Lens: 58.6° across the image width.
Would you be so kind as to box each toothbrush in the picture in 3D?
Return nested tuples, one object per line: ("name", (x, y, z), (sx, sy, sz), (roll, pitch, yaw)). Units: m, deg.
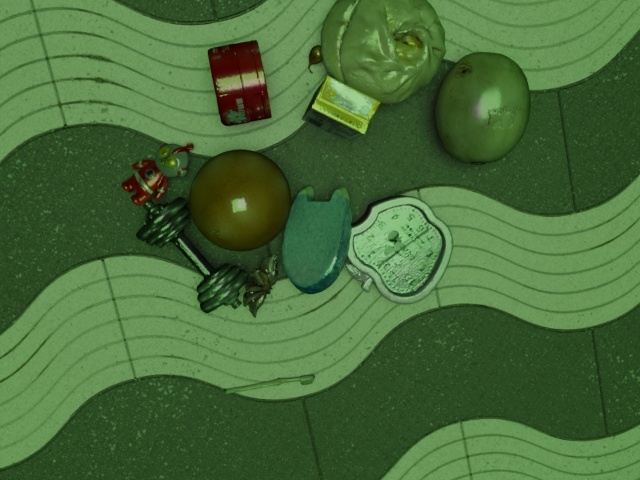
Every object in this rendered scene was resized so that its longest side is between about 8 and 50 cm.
("toothbrush", (-0.163, 0.462, 1.831), (0.294, 0.026, 0.028), (-5, 113, -5))

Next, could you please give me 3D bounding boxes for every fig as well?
("fig", (-0.015, -0.540, 1.701), (0.050, 0.050, 0.083), (26, 116, -8))

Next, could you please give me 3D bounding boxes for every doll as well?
("doll", (-0.471, -0.208, 1.685), (0.245, 0.076, 0.142), (-38, 78, 5))

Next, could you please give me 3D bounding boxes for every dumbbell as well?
("dumbbell", (-0.374, 0.044, 1.678), (0.179, 0.179, 0.406), (-40, 100, 1))

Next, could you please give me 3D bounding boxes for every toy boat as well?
("toy boat", (0.000, 0.000, 1.716), (0.215, 0.123, 0.329), (2, 79, 27))

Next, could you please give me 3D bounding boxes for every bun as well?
("bun", (0.184, -0.567, 1.616), (0.365, 0.219, 0.365), (-1, 95, -12))

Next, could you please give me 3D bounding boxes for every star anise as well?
("star anise", (-0.183, 0.132, 1.705), (0.065, 0.195, 0.182), (23, 61, 11))

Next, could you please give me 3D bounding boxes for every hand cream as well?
("hand cream", (-0.227, -0.440, 1.604), (0.149, 0.230, 0.230), (-9, 99, -4))

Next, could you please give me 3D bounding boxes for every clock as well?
("clock", (0.236, 0.028, 1.772), (0.339, 0.102, 0.338), (-1, 98, -4))

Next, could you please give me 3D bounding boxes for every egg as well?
("egg", (-0.220, -0.109, 1.582), (0.283, 0.351, 0.282), (-2, 104, -6))

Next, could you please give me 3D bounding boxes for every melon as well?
("melon", (0.470, -0.373, 1.656), (0.269, 0.268, 0.330), (5, 105, -6))

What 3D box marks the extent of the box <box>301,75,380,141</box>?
("box", (0.051, -0.366, 1.617), (0.168, 0.265, 0.097), (24, 92, -8))
